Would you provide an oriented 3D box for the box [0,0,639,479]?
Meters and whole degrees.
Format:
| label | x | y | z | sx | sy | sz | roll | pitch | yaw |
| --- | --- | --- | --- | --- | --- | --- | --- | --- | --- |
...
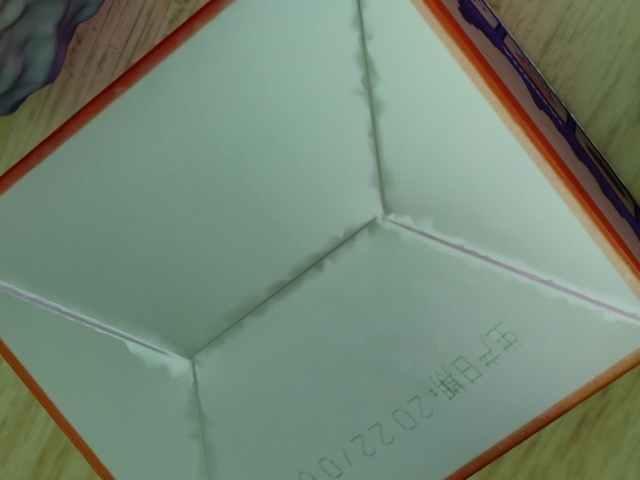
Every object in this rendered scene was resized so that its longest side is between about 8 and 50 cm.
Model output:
| label | x | y | z | sx | sy | sz | roll | pitch | yaw |
| --- | --- | --- | --- | --- | --- | --- | --- | --- | --- |
| box | 0.000 | 0.000 | 0.968 | 0.348 | 0.257 | 0.318 | -38 | 95 | 17 |

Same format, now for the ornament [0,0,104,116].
| label | x | y | z | sx | sy | sz | roll | pitch | yaw |
| --- | --- | --- | --- | --- | --- | --- | --- | --- | --- |
| ornament | -0.289 | -0.220 | 0.940 | 0.337 | 0.337 | 0.337 | 3 | 104 | 11 |
